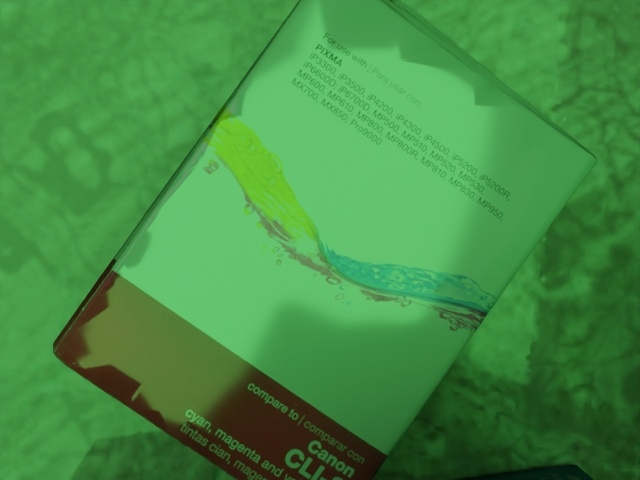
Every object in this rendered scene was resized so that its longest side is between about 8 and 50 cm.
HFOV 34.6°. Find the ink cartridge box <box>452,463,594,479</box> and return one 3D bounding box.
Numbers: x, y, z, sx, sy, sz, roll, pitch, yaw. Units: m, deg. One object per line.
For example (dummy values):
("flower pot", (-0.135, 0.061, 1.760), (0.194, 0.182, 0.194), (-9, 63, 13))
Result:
("ink cartridge box", (0.008, 0.223, 0.404), (0.270, 0.198, 0.197), (-6, 93, -2))

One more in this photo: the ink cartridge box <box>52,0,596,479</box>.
("ink cartridge box", (0.000, 0.000, 0.427), (0.127, 0.128, 0.176), (35, 91, -5))
